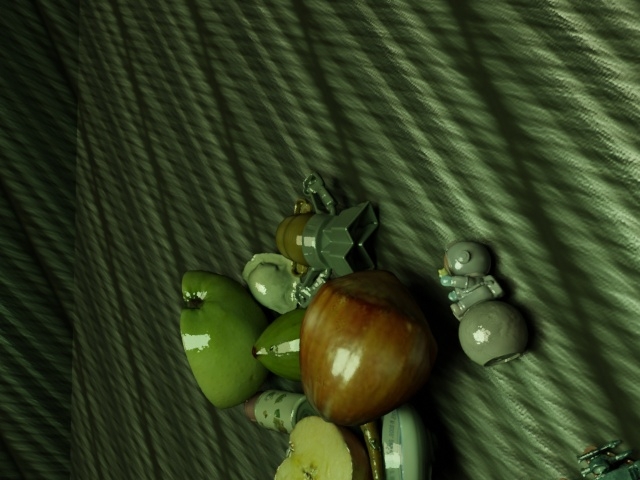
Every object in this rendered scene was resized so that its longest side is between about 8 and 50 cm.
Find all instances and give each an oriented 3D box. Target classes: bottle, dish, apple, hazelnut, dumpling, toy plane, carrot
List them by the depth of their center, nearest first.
[{"bbox_3d":[0.582,0.438,1.318,0.326,0.104,0.222,-47,29,32],"label":"toy plane"},{"bbox_3d":[0.099,0.248,1.651,0.316,0.372,0.372,28,113,12],"label":"hazelnut"},{"bbox_3d":[0.227,0.506,1.672,0.273,0.134,0.273,-178,90,-87],"label":"dish"},{"bbox_3d":[0.132,0.519,1.797,0.049,0.049,0.254,-42,45,38],"label":"carrot"},{"bbox_3d":[0.026,0.609,1.866,0.251,0.163,0.292,38,103,47],"label":"apple"},{"bbox_3d":[-0.286,0.271,2.050,0.320,0.311,0.360,25,150,37],"label":"apple"},{"bbox_3d":[-0.117,0.483,2.052,0.253,0.120,0.120,-4,87,49],"label":"bottle"},{"bbox_3d":[-0.129,0.117,2.083,0.155,0.181,0.111,-53,12,1],"label":"dumpling"}]

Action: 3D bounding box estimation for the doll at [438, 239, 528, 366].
[{"bbox_3d":[0.343,0.123,1.557,0.151,0.151,0.287,-39,56,40],"label":"doll"}]

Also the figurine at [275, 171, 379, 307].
[{"bbox_3d":[-0.001,-0.001,1.892,0.285,0.167,0.342,3,68,40],"label":"figurine"}]

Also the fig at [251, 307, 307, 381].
[{"bbox_3d":[-0.067,0.283,1.926,0.203,0.225,0.202,172,90,-70],"label":"fig"}]
